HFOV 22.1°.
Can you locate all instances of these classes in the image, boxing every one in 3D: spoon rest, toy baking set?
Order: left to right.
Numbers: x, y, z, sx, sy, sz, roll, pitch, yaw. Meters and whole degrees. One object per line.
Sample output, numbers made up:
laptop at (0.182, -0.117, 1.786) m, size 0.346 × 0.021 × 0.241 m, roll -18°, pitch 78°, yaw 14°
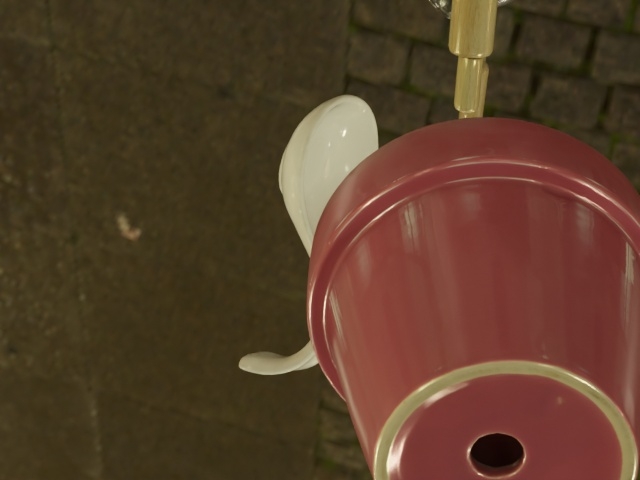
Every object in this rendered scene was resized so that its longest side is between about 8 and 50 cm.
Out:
spoon rest at (0.000, 0.000, 1.521) m, size 0.084 × 0.137 × 0.276 m, roll 20°, pitch 104°, yaw 28°
toy baking set at (0.108, -0.210, 1.135) m, size 0.030 × 0.197 × 0.256 m, roll 4°, pitch 116°, yaw 2°

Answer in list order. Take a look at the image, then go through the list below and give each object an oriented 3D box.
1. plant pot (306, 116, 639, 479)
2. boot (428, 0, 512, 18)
plant pot at (0.091, 0.063, 0.861) m, size 0.201 × 0.180 × 0.201 m, roll 1°, pitch 122°, yaw 1°
boot at (0.120, -0.365, 1.572) m, size 0.338 × 0.118 × 0.223 m, roll 44°, pitch 160°, yaw -18°
